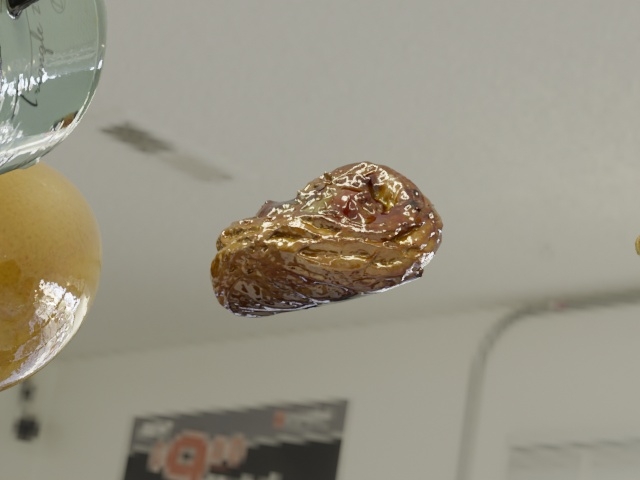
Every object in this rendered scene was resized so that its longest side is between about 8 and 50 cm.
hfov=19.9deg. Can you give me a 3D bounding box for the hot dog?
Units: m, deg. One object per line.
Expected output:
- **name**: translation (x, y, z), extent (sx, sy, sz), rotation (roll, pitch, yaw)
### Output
- **hot dog**: translation (0.000, 0.003, 1.533), extent (0.227, 0.160, 0.099), rotation (-10, -71, 44)

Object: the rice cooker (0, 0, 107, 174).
- **rice cooker**: translation (-0.286, -0.141, 1.240), extent (0.281, 0.241, 0.227), rotation (-19, 5, 27)

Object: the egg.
- **egg**: translation (-0.350, 0.027, 1.816), extent (0.250, 0.250, 0.322), rotation (0, 16, 24)

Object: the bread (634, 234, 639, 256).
- **bread**: translation (0.298, 0.005, 1.264), extent (0.128, 0.069, 0.140), rotation (-15, 1, -31)
